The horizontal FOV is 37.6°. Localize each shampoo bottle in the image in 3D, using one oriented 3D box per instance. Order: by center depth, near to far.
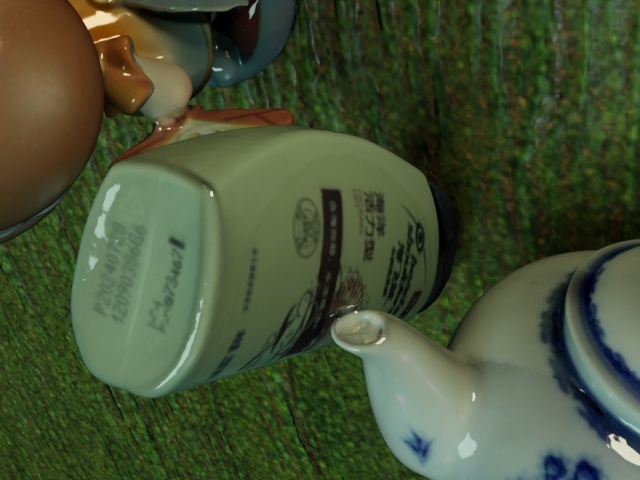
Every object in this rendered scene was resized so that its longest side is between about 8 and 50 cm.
[{"bbox_3d":[0.000,0.000,0.576,0.078,0.359,0.134,15,98,25],"label":"shampoo bottle"}]

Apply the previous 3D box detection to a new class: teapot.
[{"bbox_3d":[0.202,0.102,0.574,0.424,0.252,0.280,6,134,-10],"label":"teapot"}]

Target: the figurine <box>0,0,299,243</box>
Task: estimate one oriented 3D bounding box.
[{"bbox_3d":[-0.170,-0.127,0.556,0.276,0.388,0.248,30,133,14],"label":"figurine"}]
